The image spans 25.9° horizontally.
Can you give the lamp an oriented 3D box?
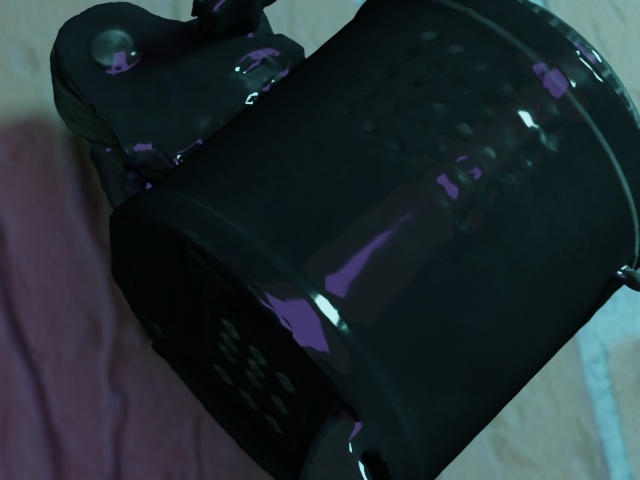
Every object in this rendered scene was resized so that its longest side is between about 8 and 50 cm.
[{"bbox_3d":[0.044,0.006,0.706,0.272,0.205,0.374,-23,69,-15],"label":"lamp"}]
